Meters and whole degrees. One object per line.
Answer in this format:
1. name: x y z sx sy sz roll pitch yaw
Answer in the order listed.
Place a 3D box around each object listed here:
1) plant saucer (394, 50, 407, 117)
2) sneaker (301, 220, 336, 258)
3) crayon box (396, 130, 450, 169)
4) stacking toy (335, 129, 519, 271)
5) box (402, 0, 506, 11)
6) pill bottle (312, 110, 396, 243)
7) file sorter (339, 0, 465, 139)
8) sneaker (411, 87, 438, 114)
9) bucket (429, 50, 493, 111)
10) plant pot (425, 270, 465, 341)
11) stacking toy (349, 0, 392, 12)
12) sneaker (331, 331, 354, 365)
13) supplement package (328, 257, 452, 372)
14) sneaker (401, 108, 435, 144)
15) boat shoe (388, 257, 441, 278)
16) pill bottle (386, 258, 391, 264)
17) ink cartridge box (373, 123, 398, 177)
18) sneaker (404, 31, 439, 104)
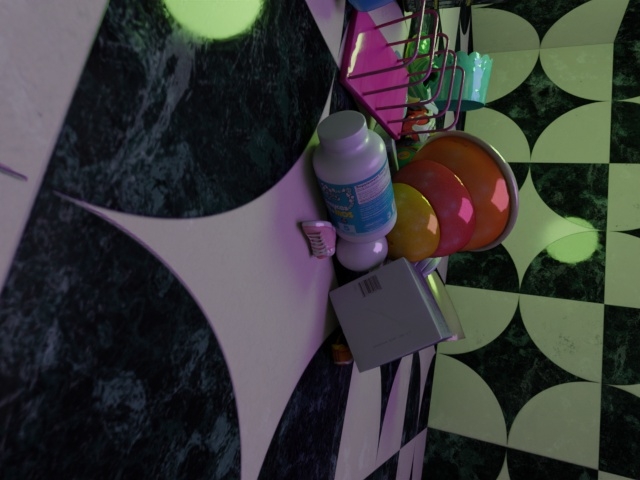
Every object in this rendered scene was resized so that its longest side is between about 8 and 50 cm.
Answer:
1. plant saucer: 0.223 -0.464 1.276 0.195 0.038 0.194 -1 90 -67
2. sneaker: 0.000 0.000 0.853 0.134 0.051 0.070 24 67 -70
3. crayon box: 0.373 -0.323 1.510 0.278 0.166 0.081 -46 136 -55
4. stacking toy: 0.227 -0.058 1.091 0.480 0.351 0.350 -25 123 -27
5. box: 0.381 -0.736 1.173 0.395 0.319 0.097 -45 136 -69
6. pill bottle: 0.069 -0.126 0.869 0.264 0.146 0.146 69 35 -46
7. file sorter: 0.210 -0.405 1.016 0.291 0.182 0.202 26 71 -52
8. sneaker: 0.391 -0.529 1.595 0.258 0.094 0.091 -4 103 -66
9. bucket: 0.565 -0.651 1.767 0.281 0.281 0.183 -10 106 -66
10. plant pot: 0.421 0.267 1.698 0.256 0.257 0.273 21 60 -66
11. stacking toy: 0.132 -0.624 0.933 0.301 0.166 0.175 -71 141 -55
12. sneaker: 0.080 0.257 1.088 0.175 0.064 0.067 -22 105 -67
13. supplement package: 0.182 0.186 1.051 0.263 0.199 0.198 26 39 -65
14. sneaker: 0.309 -0.404 1.425 0.279 0.118 0.107 -78 -168 -68
15. boat shoe: 0.247 0.120 1.323 0.335 0.121 0.119 -38 156 -22
16. pill bottle: 0.267 0.007 1.412 0.103 0.103 0.184 -57 145 -48
17. ink cartridge box: 0.198 -0.284 1.283 0.189 0.066 0.232 64 17 -50
18. sneaker: 0.342 -0.573 1.433 0.109 0.124 0.295 51 48 -58
